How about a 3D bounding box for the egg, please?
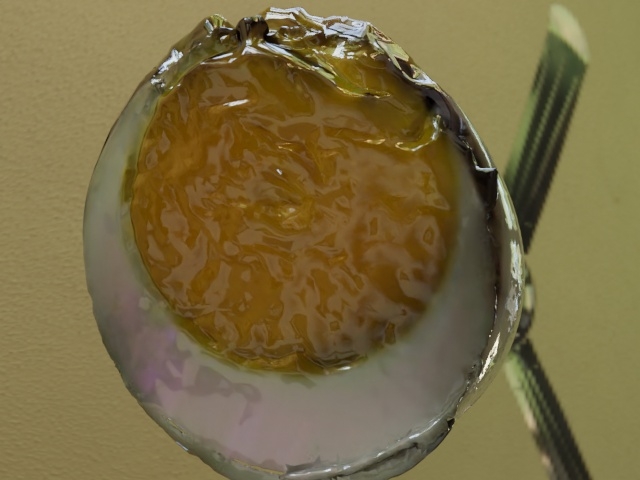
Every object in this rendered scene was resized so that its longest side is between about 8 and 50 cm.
[{"bbox_3d":[-0.002,0.004,0.703,0.286,0.264,0.174,45,-164,14],"label":"egg"}]
